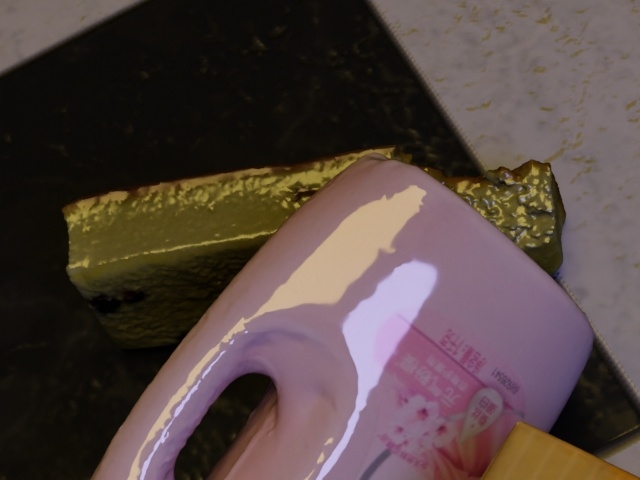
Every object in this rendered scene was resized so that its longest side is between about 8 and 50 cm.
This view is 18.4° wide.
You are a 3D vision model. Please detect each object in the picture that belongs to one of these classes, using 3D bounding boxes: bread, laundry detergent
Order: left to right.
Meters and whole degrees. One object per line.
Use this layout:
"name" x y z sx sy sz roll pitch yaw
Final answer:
"laundry detergent" -0.032 0.129 0.819 0.335 0.159 0.088 -51 20 -7
"bread" 0.000 0.000 0.916 0.226 0.088 0.049 -10 57 8

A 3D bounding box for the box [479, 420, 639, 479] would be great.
"box" 0.168 0.171 0.742 0.237 0.152 0.070 23 68 24
